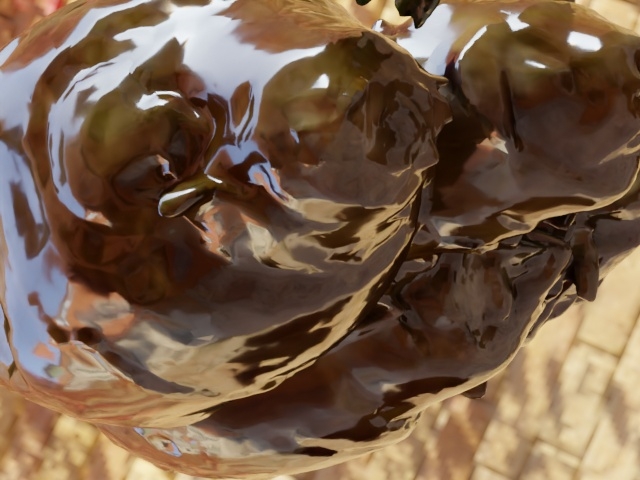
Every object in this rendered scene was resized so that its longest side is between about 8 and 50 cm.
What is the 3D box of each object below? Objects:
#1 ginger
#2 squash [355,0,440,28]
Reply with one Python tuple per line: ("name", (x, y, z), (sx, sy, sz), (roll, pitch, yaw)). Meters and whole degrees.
("ginger", (-0.005, -0.001, 0.757), (0.357, 0.274, 0.152), (54, -148, -70))
("squash", (-0.004, -0.202, 0.514), (0.094, 0.094, 0.341), (-49, -46, -34))
